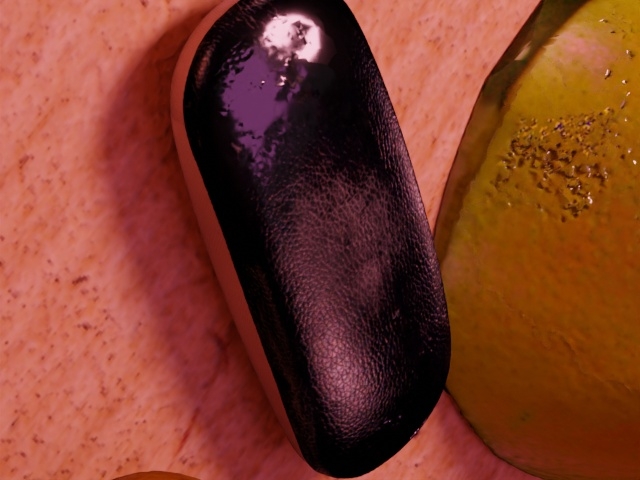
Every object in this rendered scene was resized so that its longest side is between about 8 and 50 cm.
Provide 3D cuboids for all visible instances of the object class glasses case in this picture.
[{"bbox_3d":[0.000,0.000,1.041,0.122,0.075,0.314,-40,130,-27],"label":"glasses case"}]

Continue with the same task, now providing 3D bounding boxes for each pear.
[{"bbox_3d":[0.264,0.009,1.252,0.399,0.165,0.399,-19,118,-40],"label":"pear"}]

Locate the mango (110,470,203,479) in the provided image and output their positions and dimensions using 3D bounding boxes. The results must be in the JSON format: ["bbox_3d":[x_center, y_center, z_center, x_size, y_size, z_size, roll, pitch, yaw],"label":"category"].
[{"bbox_3d":[-0.116,0.227,0.962,0.136,0.166,0.236,35,102,-5],"label":"mango"}]
